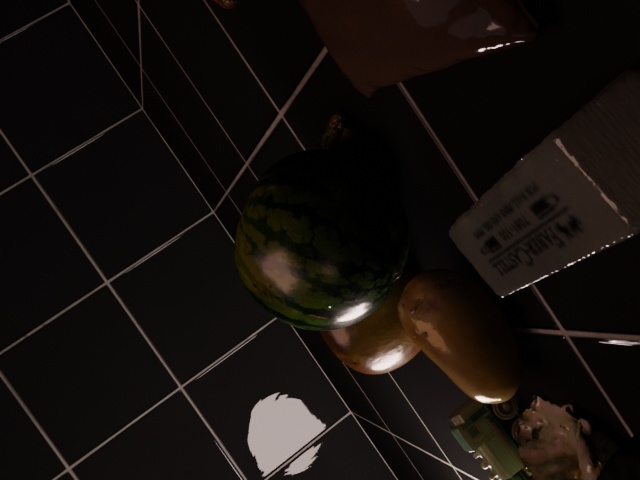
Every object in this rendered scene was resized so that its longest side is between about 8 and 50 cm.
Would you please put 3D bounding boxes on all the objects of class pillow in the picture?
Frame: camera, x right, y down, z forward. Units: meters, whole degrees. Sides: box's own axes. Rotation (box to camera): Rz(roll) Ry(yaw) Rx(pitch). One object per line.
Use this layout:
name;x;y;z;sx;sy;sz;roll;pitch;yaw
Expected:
pillow;0.042;-0.289;0.673;0.308;0.108;0.305;57;161;-17

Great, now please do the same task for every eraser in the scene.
eraser;0.232;-0.034;0.689;0.111;0.077;0.352;54;165;8

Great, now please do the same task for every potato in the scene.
potato;0.215;0.142;1.030;0.234;0.146;0.150;45;-148;-11

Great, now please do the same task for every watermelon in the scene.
watermelon;0.000;0.000;1.099;0.285;0.285;0.285;50;165;19

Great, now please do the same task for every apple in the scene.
apple;0.104;0.132;1.293;0.237;0.207;0.237;56;-175;-7

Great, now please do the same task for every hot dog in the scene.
hot dog;0.024;-0.166;1.138;0.056;0.041;0.133;54;166;4

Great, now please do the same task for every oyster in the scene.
oyster;0.365;0.302;1.020;0.071;0.133;0.209;20;164;-15

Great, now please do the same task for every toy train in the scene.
toy train;0.316;0.349;1.198;0.194;0.125;0.081;54;169;7

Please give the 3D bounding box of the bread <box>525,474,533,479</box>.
bread;0.320;0.476;1.047;0.187;0.338;0.155;60;171;-20

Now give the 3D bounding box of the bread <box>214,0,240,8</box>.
bread;-0.169;-0.435;1.080;0.233;0.075;0.105;55;156;28

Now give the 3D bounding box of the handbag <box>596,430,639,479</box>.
handbag;0.418;0.331;0.718;0.255;0.181;0.181;55;168;-12
